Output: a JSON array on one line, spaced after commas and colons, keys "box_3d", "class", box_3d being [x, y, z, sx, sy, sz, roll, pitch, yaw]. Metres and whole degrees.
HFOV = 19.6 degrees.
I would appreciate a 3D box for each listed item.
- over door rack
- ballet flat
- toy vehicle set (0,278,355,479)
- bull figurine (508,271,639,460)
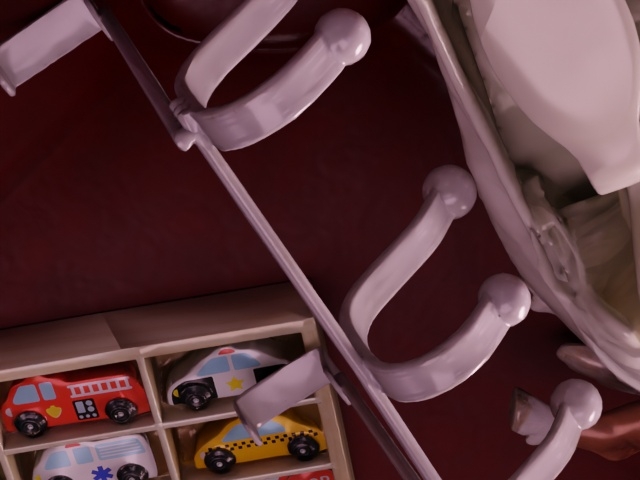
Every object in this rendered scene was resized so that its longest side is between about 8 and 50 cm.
[{"box_3d": [0.000, 0.000, 0.752, 0.108, 0.324, 0.239, -37, 110, -13], "class": "over door rack"}, {"box_3d": [0.116, -0.034, 0.713, 0.139, 0.139, 0.400, -25, 122, 14], "class": "ballet flat"}, {"box_3d": [-0.119, 0.117, 0.987, 0.266, 0.035, 0.166, -10, 125, 5], "class": "toy vehicle set"}, {"box_3d": [0.199, -0.013, 0.873, 0.188, 0.101, 0.310, 6, 122, -2], "class": "bull figurine"}]
